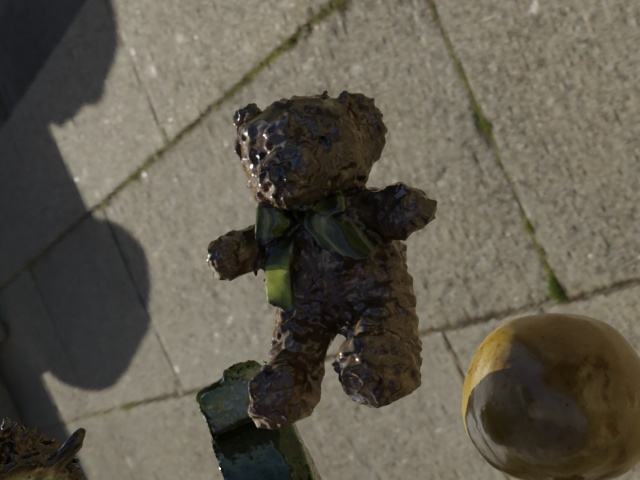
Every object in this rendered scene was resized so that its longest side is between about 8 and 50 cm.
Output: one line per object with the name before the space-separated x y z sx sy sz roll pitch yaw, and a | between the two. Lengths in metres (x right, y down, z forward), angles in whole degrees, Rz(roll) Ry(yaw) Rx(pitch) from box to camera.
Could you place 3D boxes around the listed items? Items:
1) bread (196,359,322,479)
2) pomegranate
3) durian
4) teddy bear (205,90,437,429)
bread | -0.059 0.360 1.582 0.366 0.129 0.381 -172 58 -85
pomegranate | 0.360 0.237 1.622 0.307 0.307 0.307 37 139 40
durian | -0.171 0.134 0.539 0.071 0.140 0.110 42 -177 40
teddy bear | -0.003 0.005 1.052 0.246 0.296 0.222 -16 124 24
